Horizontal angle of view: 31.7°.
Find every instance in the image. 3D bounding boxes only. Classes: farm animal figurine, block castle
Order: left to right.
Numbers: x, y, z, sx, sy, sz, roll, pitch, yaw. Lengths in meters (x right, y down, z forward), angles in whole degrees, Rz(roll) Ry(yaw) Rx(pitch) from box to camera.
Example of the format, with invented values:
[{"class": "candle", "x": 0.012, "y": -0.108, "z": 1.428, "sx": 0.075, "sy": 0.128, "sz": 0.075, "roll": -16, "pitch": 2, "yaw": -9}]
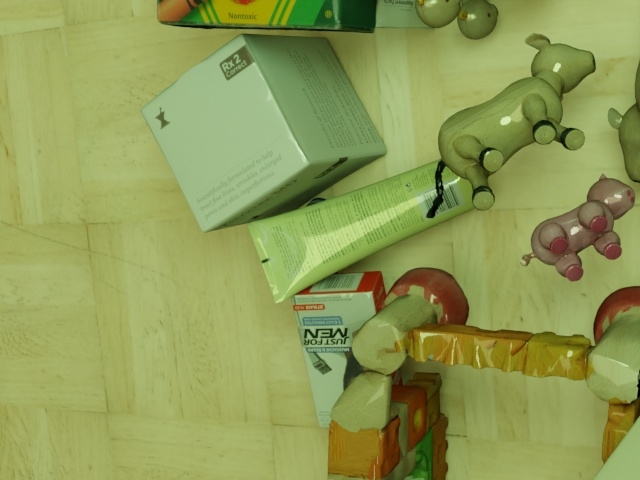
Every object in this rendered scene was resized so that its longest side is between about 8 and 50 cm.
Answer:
[{"class": "block castle", "x": 0.186, "y": 0.264, "z": 1.114, "sx": 0.303, "sy": 0.213, "sz": 0.453, "roll": 5, "pitch": 103, "yaw": 23}, {"class": "farm animal figurine", "x": 0.291, "y": -0.120, "z": 0.993, "sx": 0.330, "sy": 0.172, "sz": 0.326, "roll": 19, "pitch": 111, "yaw": -15}]

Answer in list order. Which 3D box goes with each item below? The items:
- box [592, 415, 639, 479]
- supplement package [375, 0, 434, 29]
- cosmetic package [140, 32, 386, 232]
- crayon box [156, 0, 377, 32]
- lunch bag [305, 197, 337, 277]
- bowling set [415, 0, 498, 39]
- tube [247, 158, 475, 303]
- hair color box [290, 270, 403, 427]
[{"class": "box", "x": 0.340, "y": 0.181, "z": 0.910, "sx": 0.121, "sy": 0.311, "sz": 0.148, "roll": 18, "pitch": 151, "yaw": 52}, {"class": "supplement package", "x": 0.018, "y": -0.326, "z": 1.137, "sx": 0.194, "sy": 0.149, "sz": 0.203, "roll": 15, "pitch": 105, "yaw": 27}, {"class": "cosmetic package", "x": -0.056, "y": -0.116, "z": 1.193, "sx": 0.151, "sy": 0.184, "sz": 0.151, "roll": -32, "pitch": 83, "yaw": 29}, {"class": "crayon box", "x": -0.046, "y": -0.355, "z": 1.036, "sx": 0.202, "sy": 0.081, "sz": 0.318, "roll": 7, "pitch": 100, "yaw": 29}, {"class": "lunch bag", "x": 0.000, "y": 0.000, "z": 1.249, "sx": 0.067, "sy": 0.065, "sz": 0.098, "roll": 27, "pitch": 114, "yaw": 1}, {"class": "bowling set", "x": 0.161, "y": -0.271, "z": 0.987, "sx": 0.200, "sy": 0.287, "sz": 0.154, "roll": -2, "pitch": 93, "yaw": 32}, {"class": "tube", "x": 0.047, "y": -0.021, "z": 1.177, "sx": 0.240, "sy": 0.070, "sz": 0.062, "roll": -23, "pitch": 127, "yaw": 7}, {"class": "hair color box", "x": 0.032, "y": 0.120, "z": 1.225, "sx": 0.093, "sy": 0.053, "sz": 0.167, "roll": -4, "pitch": 115, "yaw": 18}]
